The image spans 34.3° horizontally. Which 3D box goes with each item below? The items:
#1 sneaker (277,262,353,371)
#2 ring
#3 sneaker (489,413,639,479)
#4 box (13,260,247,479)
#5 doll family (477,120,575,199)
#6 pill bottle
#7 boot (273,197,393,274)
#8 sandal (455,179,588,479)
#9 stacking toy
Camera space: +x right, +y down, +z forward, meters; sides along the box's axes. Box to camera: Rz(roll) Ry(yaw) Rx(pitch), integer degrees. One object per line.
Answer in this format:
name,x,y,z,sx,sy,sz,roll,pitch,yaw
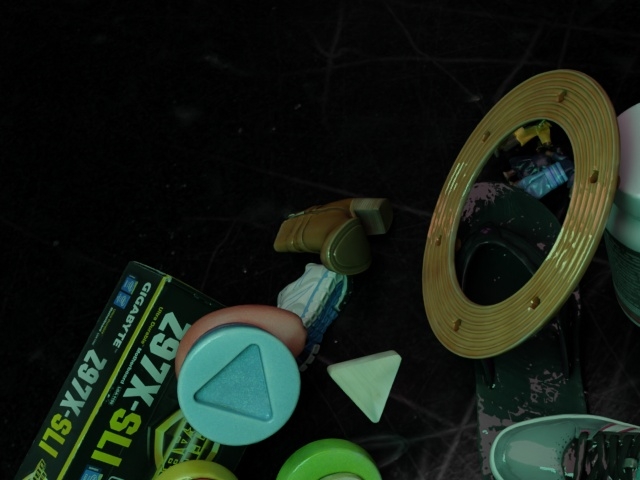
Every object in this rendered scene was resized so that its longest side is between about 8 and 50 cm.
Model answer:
sneaker,-0.034,0.106,1.402,0.083,0.071,0.191,15,56,36
ring,0.218,-0.028,1.151,0.336,0.032,0.337,-49,30,42
sneaker,0.323,0.231,1.054,0.295,0.178,0.124,4,73,9
box,-0.191,0.216,1.219,0.079,0.257,0.322,20,80,42
doll family,0.296,-0.126,1.411,0.111,0.076,0.193,-26,68,5
pill bottle,0.400,-0.020,1.165,0.161,0.283,0.161,-11,55,15
boot,0.000,0.000,1.418,0.152,0.073,0.197,-6,17,27
sandal,0.238,0.100,1.244,0.167,0.107,0.446,-15,58,13
stacking toy,-0.041,0.239,1.139,0.279,0.130,0.309,7,99,-13
